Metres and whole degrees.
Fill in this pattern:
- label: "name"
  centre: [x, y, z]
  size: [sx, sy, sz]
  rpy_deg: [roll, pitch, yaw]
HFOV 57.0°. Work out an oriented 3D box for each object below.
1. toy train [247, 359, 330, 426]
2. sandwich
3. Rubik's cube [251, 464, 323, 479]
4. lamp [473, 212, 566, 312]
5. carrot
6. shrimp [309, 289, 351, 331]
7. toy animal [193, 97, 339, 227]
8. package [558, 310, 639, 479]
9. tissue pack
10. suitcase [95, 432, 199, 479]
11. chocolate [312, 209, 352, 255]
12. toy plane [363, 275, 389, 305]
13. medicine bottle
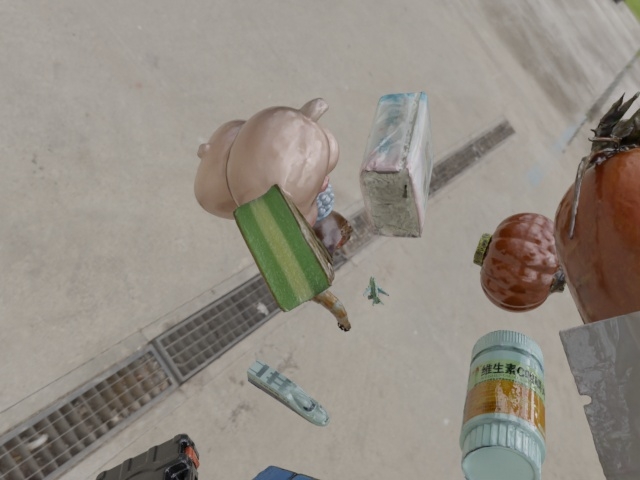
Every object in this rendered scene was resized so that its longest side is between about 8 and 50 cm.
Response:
- label: "toy train"
  centre: [-0.075, 0.374, 1.437]
  size: [0.234, 0.051, 0.052]
  rpy_deg: [27, 52, 25]
- label: "sandwich"
  centre: [-0.045, 0.007, 0.658]
  size: [0.116, 0.074, 0.074]
  rpy_deg: [54, 14, -15]
- label: "Rubik's cube"
  centre: [-0.072, 0.543, 1.066]
  size: [0.183, 0.167, 0.180]
  rpy_deg: [-22, 104, -44]
- label: "lamp"
  centre: [0.435, 0.047, 1.269]
  size: [0.196, 0.223, 0.223]
  rpy_deg: [19, 29, 21]
- label: "carrot"
  centre: [0.348, 0.004, 0.619]
  size: [0.214, 0.193, 0.331]
  rpy_deg: [0, 58, -2]
- label: "shrimp"
  centre: [0.002, 0.153, 1.400]
  size: [0.166, 0.161, 0.049]
  rpy_deg: [50, 61, -26]
- label: "toy animal"
  centre: [-0.090, -0.119, 0.951]
  size: [0.229, 0.221, 0.210]
  rpy_deg: [62, 45, -73]
- label: "package"
  centre: [0.330, 0.132, 0.434]
  size: [0.062, 0.251, 0.204]
  rpy_deg: [14, 60, -45]
- label: "tissue pack"
  centre: [0.170, -0.163, 1.260]
  size: [0.271, 0.124, 0.201]
  rpy_deg: [-74, 152, -43]
- label: "suitcase"
  centre: [-0.310, 0.472, 1.011]
  size: [0.285, 0.206, 0.066]
  rpy_deg: [-116, -179, -69]
- label: "chocolate"
  centre: [0.000, 0.000, 1.123]
  size: [0.127, 0.124, 0.133]
  rpy_deg: [9, 4, -8]
- label: "toy plane"
  centre: [0.144, 0.136, 1.576]
  size: [0.080, 0.033, 0.083]
  rpy_deg: [1, 63, -27]
- label: "medicine bottle"
  centre: [0.368, 0.337, 1.182]
  size: [0.158, 0.158, 0.318]
  rpy_deg: [47, 35, -12]
